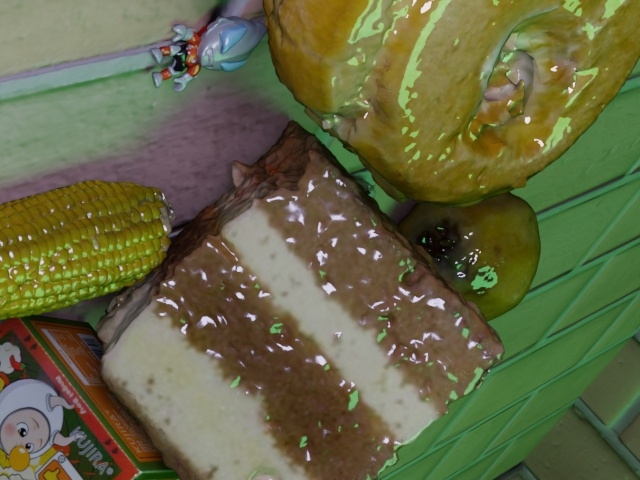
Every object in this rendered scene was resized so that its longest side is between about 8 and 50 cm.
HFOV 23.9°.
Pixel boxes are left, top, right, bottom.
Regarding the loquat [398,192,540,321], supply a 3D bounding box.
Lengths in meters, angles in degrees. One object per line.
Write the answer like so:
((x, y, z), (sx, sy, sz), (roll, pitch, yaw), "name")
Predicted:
((0.179, 0.016, 1.871), (0.187, 0.176, 0.234), (-60, 162, 3), "loquat")

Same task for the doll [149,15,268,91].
((-0.082, -0.153, 1.190), (0.114, 0.039, 0.057), (-23, 112, -25), "doll")

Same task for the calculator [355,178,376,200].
((0.000, 0.000, 1.685), (0.100, 0.032, 0.175), (-18, 151, -48), "calculator")

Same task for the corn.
((-0.216, 0.010, 1.197), (0.262, 0.097, 0.097), (-19, 151, -46), "corn")

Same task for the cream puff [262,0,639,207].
((0.088, -0.188, 1.140), (0.343, 0.231, 0.327), (-7, 132, -36), "cream puff")

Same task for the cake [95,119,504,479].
((-0.032, 0.078, 1.351), (0.290, 0.282, 0.256), (-40, -172, 2), "cake")

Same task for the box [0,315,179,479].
((-0.249, 0.197, 1.381), (0.177, 0.195, 0.148), (-44, 161, 9), "box")
